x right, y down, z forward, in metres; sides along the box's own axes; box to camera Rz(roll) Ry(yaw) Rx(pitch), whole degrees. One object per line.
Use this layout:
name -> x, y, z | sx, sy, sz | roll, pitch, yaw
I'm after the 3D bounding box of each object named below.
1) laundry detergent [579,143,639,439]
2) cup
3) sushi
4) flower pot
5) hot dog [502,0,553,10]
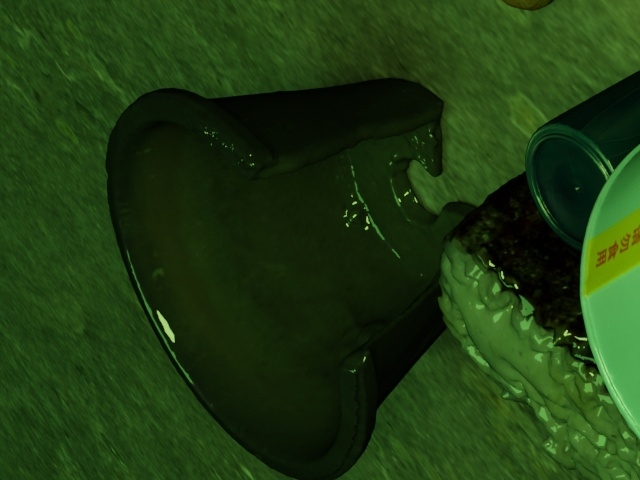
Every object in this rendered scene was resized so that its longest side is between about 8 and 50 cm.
laundry detergent -> 0.348, 0.000, 1.084 | 0.287, 0.287, 0.305 | 59, 152, 6
cup -> 0.245, -0.059, 1.355 | 0.150, 0.138, 0.113 | 22, 133, 50
sushi -> 0.232, 0.075, 1.462 | 0.343, 0.182, 0.196 | 46, 152, 29
flower pot -> 0.000, 0.000, 1.690 | 0.379, 0.251, 0.379 | 38, 144, 34
hot dog -> 0.194, -0.236, 1.383 | 0.066, 0.047, 0.215 | 27, 155, -12
